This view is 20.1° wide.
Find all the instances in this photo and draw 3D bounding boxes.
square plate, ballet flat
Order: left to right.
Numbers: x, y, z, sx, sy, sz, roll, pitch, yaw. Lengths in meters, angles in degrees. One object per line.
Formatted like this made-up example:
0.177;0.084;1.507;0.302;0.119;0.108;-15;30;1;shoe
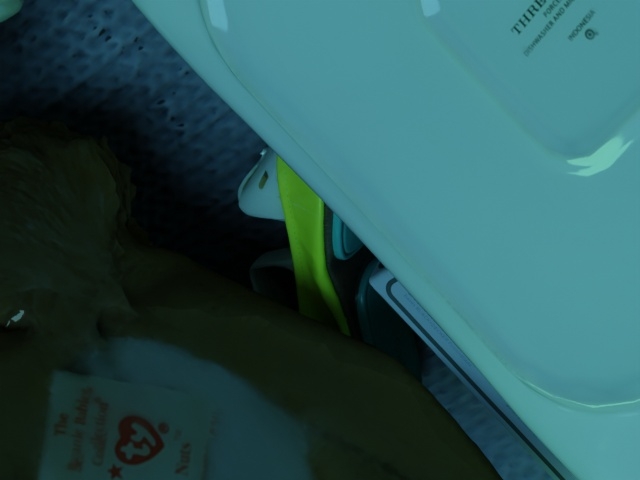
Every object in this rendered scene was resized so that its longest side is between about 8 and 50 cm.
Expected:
0.000;0.000;0.868;0.077;0.077;0.231;9;124;25;ballet flat
0.102;-0.096;0.676;0.344;0.049;0.347;48;127;9;square plate

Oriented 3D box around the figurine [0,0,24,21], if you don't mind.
-0.207;-0.158;0.738;0.209;0.092;0.215;66;159;7;figurine

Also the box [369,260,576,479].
0.182;-0.009;0.773;0.290;0.087;0.169;-31;107;38;box

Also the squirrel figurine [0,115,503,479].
-0.144;0.154;0.905;0.397;0.281;0.370;54;148;18;squirrel figurine
